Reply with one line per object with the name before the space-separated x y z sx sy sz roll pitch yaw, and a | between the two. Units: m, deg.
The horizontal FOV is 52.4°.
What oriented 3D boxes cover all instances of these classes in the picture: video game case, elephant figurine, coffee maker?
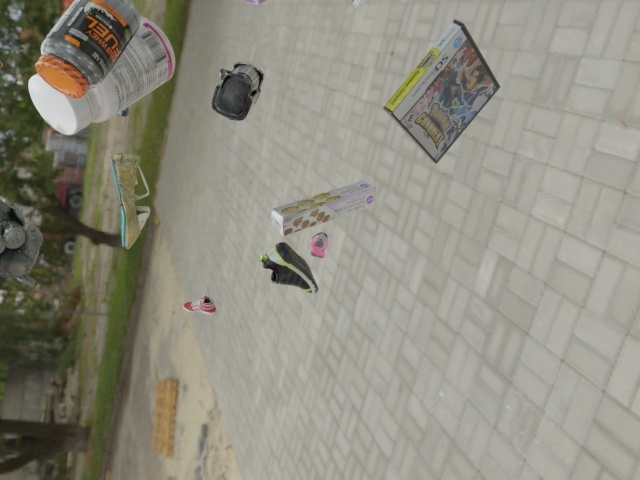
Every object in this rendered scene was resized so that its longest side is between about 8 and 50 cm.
video game case | 0.293 -0.337 1.525 0.248 0.275 0.035 -51 53 6
elephant figurine | -0.764 -0.035 1.541 0.239 0.169 0.186 46 111 32
coffee maker | -0.227 -0.395 1.809 0.178 0.120 0.171 -78 -13 -64

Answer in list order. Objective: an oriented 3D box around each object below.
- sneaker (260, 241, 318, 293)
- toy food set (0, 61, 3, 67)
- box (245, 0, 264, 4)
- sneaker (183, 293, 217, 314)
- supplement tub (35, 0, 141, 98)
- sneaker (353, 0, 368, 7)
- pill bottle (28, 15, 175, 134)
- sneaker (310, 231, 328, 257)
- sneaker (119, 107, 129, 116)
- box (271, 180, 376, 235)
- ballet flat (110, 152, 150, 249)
sneaker | -0.090 0.085 1.776 0.097 0.234 0.084 -32 47 8
toy food set | -1.019 -0.543 1.991 0.083 0.083 0.020 -9 75 46
box | -0.122 -0.681 1.414 0.117 0.213 0.243 28 147 33
sneaker | -0.404 0.208 2.155 0.042 0.119 0.067 -71 -17 -45
supplement tub | -0.415 -0.355 1.159 0.117 0.117 0.190 -26 36 63
sneaker | 0.135 -0.693 1.744 0.232 0.115 0.090 -80 -24 -57
pill bottle | -0.460 -0.351 1.383 0.283 0.160 0.160 -47 -1 -37
sneaker | 0.000 0.000 1.706 0.119 0.047 0.057 107 -179 -64
sneaker | -0.565 -0.386 1.728 0.162 0.073 0.063 52 156 17
box | 0.013 -0.095 1.854 0.067 0.324 0.063 38 138 46
ballet flat | -0.650 -0.133 2.256 0.123 0.123 0.348 -133 39 -62
